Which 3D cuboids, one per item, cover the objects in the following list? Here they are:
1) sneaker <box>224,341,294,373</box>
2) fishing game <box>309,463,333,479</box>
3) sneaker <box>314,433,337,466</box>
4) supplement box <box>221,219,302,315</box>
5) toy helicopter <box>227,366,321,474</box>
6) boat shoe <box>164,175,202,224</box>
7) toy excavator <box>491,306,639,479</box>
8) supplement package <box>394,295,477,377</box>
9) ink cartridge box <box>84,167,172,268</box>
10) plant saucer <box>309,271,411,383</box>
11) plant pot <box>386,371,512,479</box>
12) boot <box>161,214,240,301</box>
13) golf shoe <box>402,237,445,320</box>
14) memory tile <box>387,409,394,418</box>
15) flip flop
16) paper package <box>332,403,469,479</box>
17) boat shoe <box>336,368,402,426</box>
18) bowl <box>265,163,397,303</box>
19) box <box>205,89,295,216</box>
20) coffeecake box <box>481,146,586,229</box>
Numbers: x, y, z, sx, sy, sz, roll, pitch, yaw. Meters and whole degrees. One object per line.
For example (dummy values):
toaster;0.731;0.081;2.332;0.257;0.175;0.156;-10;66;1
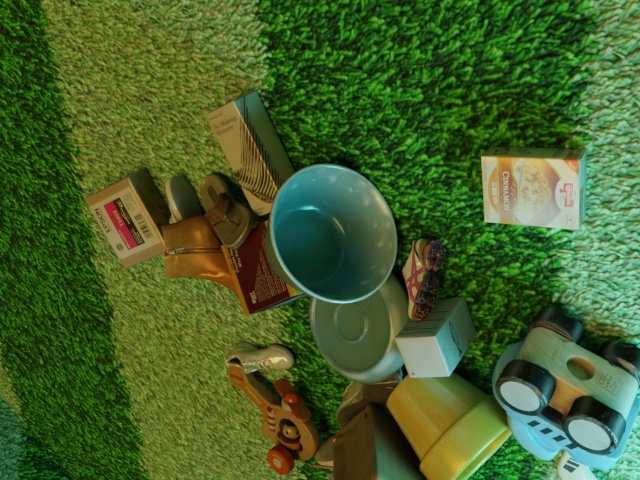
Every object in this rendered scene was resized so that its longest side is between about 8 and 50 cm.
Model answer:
sneaker;-0.175;0.344;2.019;0.212;0.094;0.080;-1;113;34
fishing game;0.097;0.666;1.959;0.189;0.041;0.264;-10;145;44
sneaker;0.113;0.620;1.980;0.282;0.102;0.161;-19;118;48
supplement box;-0.112;0.061;1.762;0.194;0.129;0.191;-27;80;40
toy helicopter;-0.135;0.474;2.044;0.355;0.140;0.235;43;134;17
boat shoe;-0.367;-0.048;1.929;0.084;0.095;0.258;-11;108;33
toy excavator;0.550;0.418;1.534;0.433;0.222;0.445;30;142;17
supplement package;0.261;0.214;1.599;0.105;0.179;0.105;-10;110;37
ink cartridge box;-0.523;-0.060;2.017;0.193;0.088;0.234;-22;102;31
plant saucer;0.081;0.193;1.723;0.318;0.044;0.317;6;99;42
plant pot;0.291;0.417;1.665;0.239;0.254;0.254;44;133;26
boot;-0.296;0.077;1.877;0.211;0.104;0.295;-15;101;-7
golf shoe;0.221;0.086;1.596;0.086;0.067;0.186;6;81;48
memory tile;0.200;0.519;1.920;0.148;0.012;0.113;39;130;10
flip flop;-0.248;-0.079;1.764;0.112;0.080;0.277;-51;47;17
paper package;0.198;0.602;1.711;0.325;0.309;0.168;36;107;-11
boat shoe;0.130;0.389;1.850;0.118;0.103;0.320;21;133;0
bowl;0.000;0.000;1.609;0.311;0.311;0.163;55;150;-4
box;-0.153;-0.204;1.699;0.113;0.094;0.275;-18;105;40
coffeecake box;0.416;-0.104;1.392;0.186;0.068;0.142;6;117;31
